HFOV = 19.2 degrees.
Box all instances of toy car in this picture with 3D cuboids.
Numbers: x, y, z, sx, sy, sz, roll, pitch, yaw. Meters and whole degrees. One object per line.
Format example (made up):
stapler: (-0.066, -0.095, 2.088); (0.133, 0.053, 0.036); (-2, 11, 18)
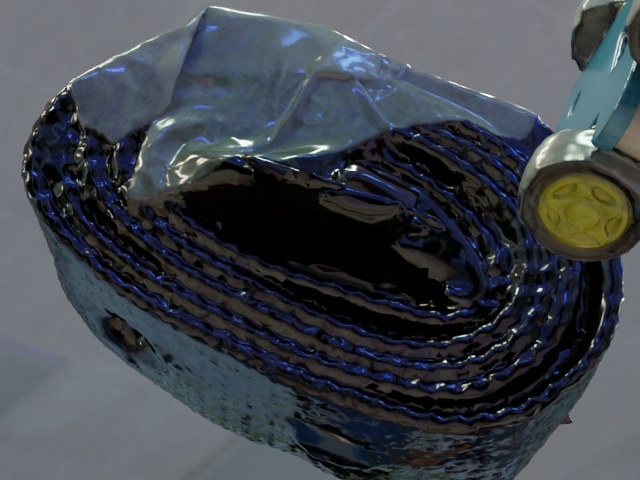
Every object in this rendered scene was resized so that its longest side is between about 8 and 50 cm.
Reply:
toy car: (0.144, -0.065, 0.669); (0.098, 0.126, 0.161); (26, -48, -5)

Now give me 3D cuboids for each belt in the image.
belt: (0.000, 0.000, 0.899); (0.289, 0.184, 0.164); (22, -22, 7)
